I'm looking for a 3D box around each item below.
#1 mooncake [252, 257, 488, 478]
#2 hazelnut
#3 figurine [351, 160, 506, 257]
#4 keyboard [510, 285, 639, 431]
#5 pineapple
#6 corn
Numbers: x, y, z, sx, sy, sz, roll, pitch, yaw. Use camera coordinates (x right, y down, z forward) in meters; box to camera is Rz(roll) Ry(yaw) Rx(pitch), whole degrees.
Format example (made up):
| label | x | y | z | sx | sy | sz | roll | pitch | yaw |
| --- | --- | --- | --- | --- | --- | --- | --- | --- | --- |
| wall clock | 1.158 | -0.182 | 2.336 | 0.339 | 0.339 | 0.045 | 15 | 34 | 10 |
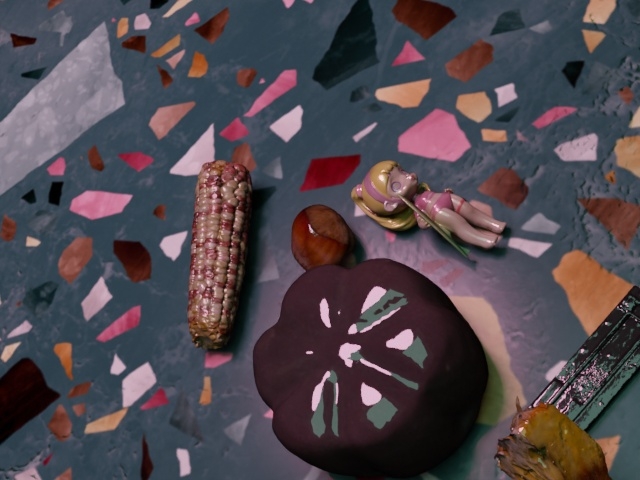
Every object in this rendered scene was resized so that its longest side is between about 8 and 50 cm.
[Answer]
| label | x | y | z | sx | sy | sz | roll | pitch | yaw |
| --- | --- | --- | --- | --- | --- | --- | --- | --- | --- |
| mooncake | 0.050 | 0.135 | 1.005 | 0.244 | 0.133 | 0.245 | -13 | 60 | 23 |
| hazelnut | 0.000 | 0.000 | 1.117 | 0.086 | 0.086 | 0.086 | -8 | 64 | 18 |
| figurine | 0.121 | -0.034 | 1.093 | 0.187 | 0.083 | 0.083 | 23 | 77 | 15 |
| keyboard | 0.286 | 0.139 | 0.973 | 0.204 | 0.013 | 0.061 | -48 | 59 | -4 |
| pineapple | 0.248 | 0.247 | 0.877 | 0.079 | 0.135 | 0.233 | -40 | 85 | -24 |
| corn | -0.126 | 0.015 | 1.153 | 0.079 | 0.079 | 0.237 | -5 | 67 | 19 |
